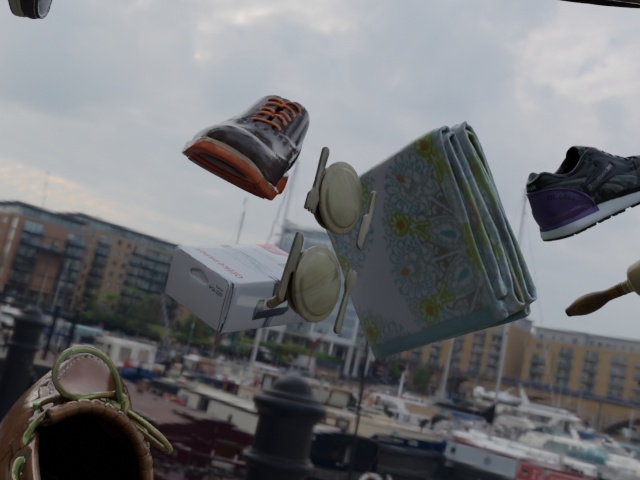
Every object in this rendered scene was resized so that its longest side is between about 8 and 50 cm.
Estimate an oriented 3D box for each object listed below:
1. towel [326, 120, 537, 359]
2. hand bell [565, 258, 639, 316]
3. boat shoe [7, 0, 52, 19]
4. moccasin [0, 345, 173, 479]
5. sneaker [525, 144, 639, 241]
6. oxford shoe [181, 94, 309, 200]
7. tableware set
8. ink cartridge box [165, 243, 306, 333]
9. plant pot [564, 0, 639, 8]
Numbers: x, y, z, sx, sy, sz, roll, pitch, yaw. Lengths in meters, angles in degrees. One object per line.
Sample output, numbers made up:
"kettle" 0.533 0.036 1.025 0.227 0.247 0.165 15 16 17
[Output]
"towel" 0.164 0.016 1.235 0.090 0.320 0.374 -11 -12 -39
"hand bell" 0.576 0.096 1.418 0.126 0.126 0.242 19 -37 -33
"boat shoe" -0.310 -0.395 0.896 0.092 0.285 0.103 21 27 -12
"moccasin" -0.187 0.177 0.568 0.139 0.147 0.380 42 2 -12
"sneaker" 0.463 -0.109 1.179 0.283 0.124 0.107 -24 4 -13
"oxford shoe" -0.064 -0.102 0.717 0.097 0.098 0.271 29 6 -2
"tableware set" 0.000 0.000 0.854 0.039 0.194 0.128 3 -22 37
"ink cartridge box" -0.123 0.074 1.227 0.159 0.092 0.218 29 18 38
"plant pot" 0.416 -0.425 1.049 0.167 0.165 0.167 7 17 -2
